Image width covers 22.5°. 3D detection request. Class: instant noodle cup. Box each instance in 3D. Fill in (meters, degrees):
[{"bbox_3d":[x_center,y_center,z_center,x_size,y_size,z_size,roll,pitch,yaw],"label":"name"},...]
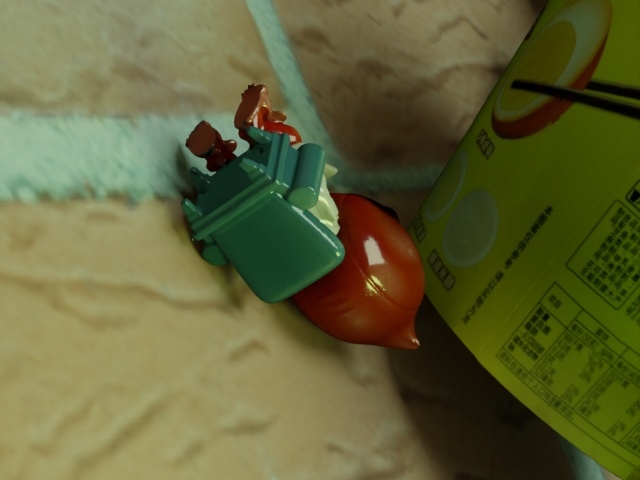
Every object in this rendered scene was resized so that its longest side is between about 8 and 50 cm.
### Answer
[{"bbox_3d":[0.199,-0.016,0.835,0.311,0.221,0.311,36,17,-13],"label":"instant noodle cup"}]

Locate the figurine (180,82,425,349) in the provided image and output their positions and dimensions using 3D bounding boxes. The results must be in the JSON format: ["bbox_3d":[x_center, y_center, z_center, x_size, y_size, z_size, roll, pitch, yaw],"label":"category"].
[{"bbox_3d":[0.000,0.000,0.728,0.140,0.068,0.075,41,33,-31],"label":"figurine"}]
